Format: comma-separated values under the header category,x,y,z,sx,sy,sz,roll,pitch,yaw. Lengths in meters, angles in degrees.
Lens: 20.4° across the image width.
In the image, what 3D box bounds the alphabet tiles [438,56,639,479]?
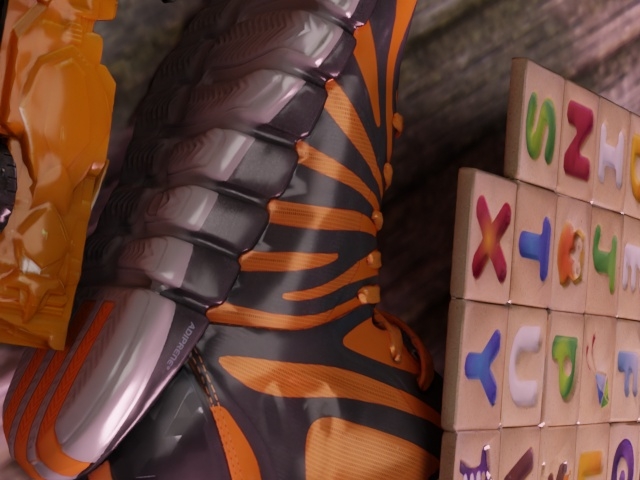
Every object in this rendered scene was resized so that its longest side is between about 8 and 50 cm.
category,x,y,z,sx,sy,sz,roll,pitch,yaw
alphabet tiles,0.131,0.066,0.913,0.342,0.011,0.285,10,83,-64

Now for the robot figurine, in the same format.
category,x,y,z,sx,sy,sz,roll,pitch,yaw
robot figurine,-0.157,-0.108,0.716,0.211,0.085,0.291,11,84,-39

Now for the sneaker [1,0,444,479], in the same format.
category,x,y,z,sx,sy,sz,roll,pitch,yaw
sneaker,0.000,0.000,0.813,0.180,0.124,0.321,35,76,-26
